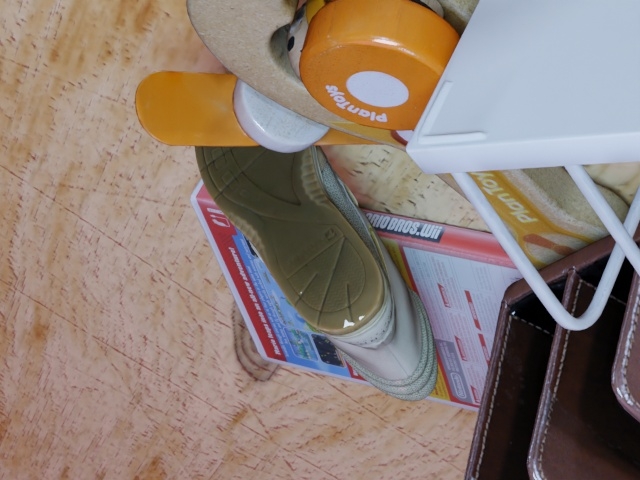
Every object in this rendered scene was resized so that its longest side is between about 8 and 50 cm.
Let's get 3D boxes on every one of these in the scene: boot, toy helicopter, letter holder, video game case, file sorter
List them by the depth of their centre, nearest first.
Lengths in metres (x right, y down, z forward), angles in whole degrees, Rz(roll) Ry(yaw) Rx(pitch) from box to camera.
[{"bbox_3d":[0.225,-0.068,0.862,0.278,0.193,0.173,-2,140,41],"label":"file sorter"},{"bbox_3d":[0.056,-0.067,1.065,0.235,0.140,0.355,-11,144,38],"label":"toy helicopter"},{"bbox_3d":[0.251,0.160,1.100,0.302,0.214,0.152,28,150,-19],"label":"letter holder"},{"bbox_3d":[0.000,0.000,1.201,0.213,0.077,0.165,59,-175,31],"label":"boot"},{"bbox_3d":[0.058,0.050,1.328,0.285,0.025,0.204,11,145,26],"label":"video game case"}]
